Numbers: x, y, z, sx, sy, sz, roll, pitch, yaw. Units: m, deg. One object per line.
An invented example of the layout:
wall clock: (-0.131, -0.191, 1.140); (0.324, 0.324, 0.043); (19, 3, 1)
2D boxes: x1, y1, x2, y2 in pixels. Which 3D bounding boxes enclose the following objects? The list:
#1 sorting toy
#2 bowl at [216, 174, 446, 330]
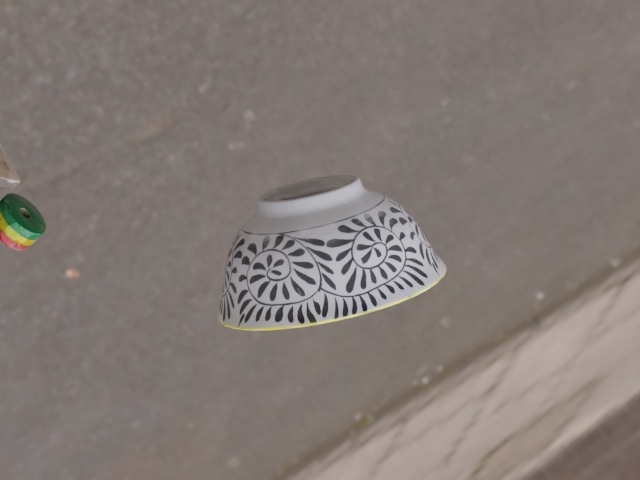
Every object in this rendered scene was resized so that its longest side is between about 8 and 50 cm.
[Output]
sorting toy: (-0.345, -0.102, 1.344); (0.046, 0.274, 0.132); (-41, 156, 19)
bowl: (0.000, 0.000, 1.119); (0.170, 0.080, 0.170); (-11, -169, 2)
